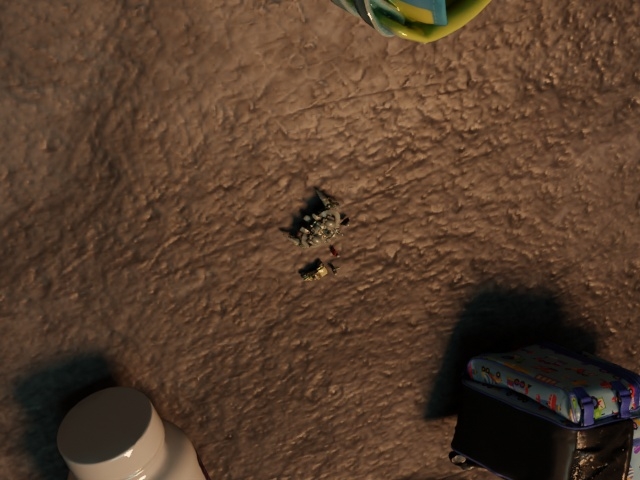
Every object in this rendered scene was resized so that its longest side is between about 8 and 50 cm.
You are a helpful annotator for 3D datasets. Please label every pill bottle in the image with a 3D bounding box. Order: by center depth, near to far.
[{"bbox_3d":[-0.139,0.211,1.259,0.108,0.108,0.193,-25,129,-6],"label":"pill bottle"}]

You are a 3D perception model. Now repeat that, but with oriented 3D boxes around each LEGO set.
[{"bbox_3d":[0.002,0.000,1.230,0.054,0.023,0.083,-27,129,-5],"label":"LEGO set"}]

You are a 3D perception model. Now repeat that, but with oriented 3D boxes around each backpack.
[{"bbox_3d":[0.222,0.155,1.359,0.173,0.158,0.117,-5,107,-37],"label":"backpack"}]

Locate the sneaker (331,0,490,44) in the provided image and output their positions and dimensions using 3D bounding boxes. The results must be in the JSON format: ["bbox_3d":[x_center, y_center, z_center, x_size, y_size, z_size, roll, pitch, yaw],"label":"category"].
[{"bbox_3d":[-0.023,-0.203,0.958,0.319,0.208,0.127,-7,126,-20],"label":"sneaker"}]
